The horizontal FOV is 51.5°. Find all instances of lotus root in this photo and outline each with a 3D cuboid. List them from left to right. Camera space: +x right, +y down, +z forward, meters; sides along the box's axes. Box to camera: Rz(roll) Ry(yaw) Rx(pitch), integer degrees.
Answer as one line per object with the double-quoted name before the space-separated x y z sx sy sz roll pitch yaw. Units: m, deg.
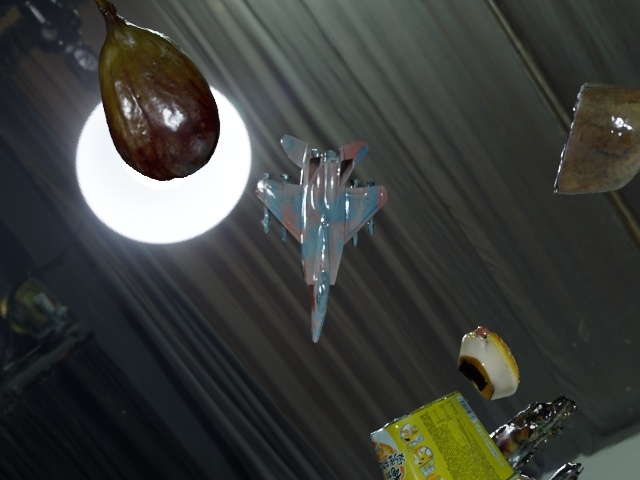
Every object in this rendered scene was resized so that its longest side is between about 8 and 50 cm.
"lotus root" 0.632 -0.219 1.474 0.192 0.272 0.272 7 25 16

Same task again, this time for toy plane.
"toy plane" -0.002 -0.002 1.063 0.223 0.326 0.104 2 11 -20

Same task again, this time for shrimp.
"shrimp" 0.446 0.462 1.390 0.365 0.233 0.071 -58 10 30

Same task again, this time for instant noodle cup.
"instant noodle cup" 0.178 0.328 1.007 0.205 0.153 0.205 -24 -17 -8

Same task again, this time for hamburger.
"hamburger" 0.412 0.299 1.619 0.116 0.173 0.210 -36 -28 -12

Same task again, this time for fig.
"fig" -0.231 -0.212 0.861 0.145 0.274 0.170 -31 19 -18
